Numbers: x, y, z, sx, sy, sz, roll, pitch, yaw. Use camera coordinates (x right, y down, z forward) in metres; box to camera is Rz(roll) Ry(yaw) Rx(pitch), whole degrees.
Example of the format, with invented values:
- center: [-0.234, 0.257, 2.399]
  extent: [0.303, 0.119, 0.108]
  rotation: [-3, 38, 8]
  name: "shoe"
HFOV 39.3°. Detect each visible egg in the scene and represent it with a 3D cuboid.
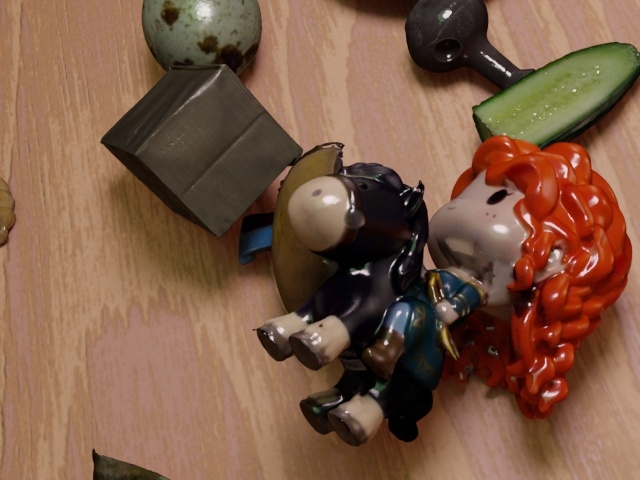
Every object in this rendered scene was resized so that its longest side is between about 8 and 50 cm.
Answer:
- center: [-0.173, -0.321, 1.286]
  extent: [0.169, 0.169, 0.231]
  rotation: [-26, 49, 2]
  name: "egg"

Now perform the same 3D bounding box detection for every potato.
- center: [-0.012, 0.030, 1.027]
  extent: [0.120, 0.100, 0.261]
  rotation: [-11, 100, 17]
  name: "potato"

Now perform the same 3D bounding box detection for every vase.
- center: [0.201, -0.252, 1.184]
  extent: [0.183, 0.120, 0.120]
  rotation: [41, 80, 12]
  name: "vase"

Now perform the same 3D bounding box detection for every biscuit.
- center: [-0.530, -0.059, 1.318]
  extent: [0.183, 0.061, 0.118]
  rotation: [4, 64, 19]
  name: "biscuit"

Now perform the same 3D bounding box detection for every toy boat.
- center: [0.000, 0.000, 1.123]
  extent: [0.223, 0.100, 0.097]
  rotation: [-10, 89, 18]
  name: "toy boat"

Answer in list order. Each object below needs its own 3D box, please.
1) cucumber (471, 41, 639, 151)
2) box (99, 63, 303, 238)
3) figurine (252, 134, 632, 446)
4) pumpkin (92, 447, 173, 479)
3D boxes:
- center: [0.306, -0.168, 1.119]
  extent: [0.244, 0.063, 0.115]
  rotation: [-31, 50, -13]
  name: "cucumber"
- center: [-0.155, -0.118, 1.132]
  extent: [0.149, 0.155, 0.231]
  rotation: [-48, 25, -9]
  name: "box"
- center: [0.130, 0.046, 0.936]
  extent: [0.412, 0.241, 0.306]
  rotation: [-4, 78, -25]
  name: "figurine"
- center: [-0.149, 0.338, 0.945]
  extent: [0.312, 0.169, 0.148]
  rotation: [14, 66, 22]
  name: "pumpkin"
